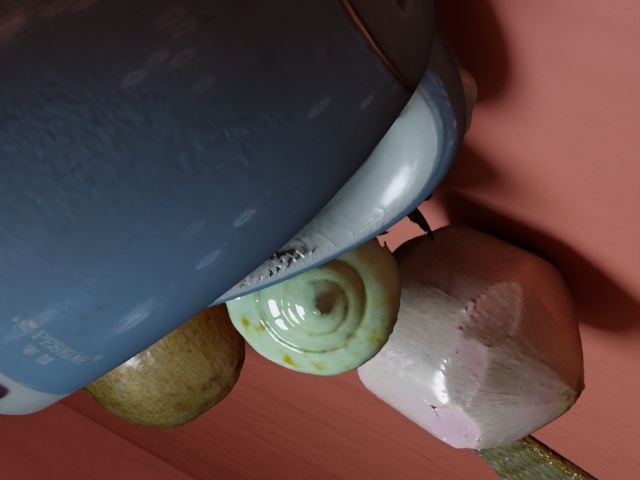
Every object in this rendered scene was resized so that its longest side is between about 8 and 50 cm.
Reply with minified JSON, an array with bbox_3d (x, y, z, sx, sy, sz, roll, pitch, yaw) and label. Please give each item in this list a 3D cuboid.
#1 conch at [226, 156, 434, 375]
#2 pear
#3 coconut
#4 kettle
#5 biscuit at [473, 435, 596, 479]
[{"bbox_3d":[0.016,-0.003,1.187,0.137,0.250,0.143,23,121,9],"label":"conch"},{"bbox_3d":[-0.200,0.116,1.877,0.228,0.188,0.211,14,147,48],"label":"pear"},{"bbox_3d":[0.123,0.081,1.235,0.183,0.171,0.171,29,164,29],"label":"coconut"},{"bbox_3d":[-0.074,-0.068,0.960,0.319,0.342,0.247,43,-158,-51],"label":"kettle"},{"bbox_3d":[0.238,0.257,1.773,0.144,0.016,0.203,34,163,-3],"label":"biscuit"}]
